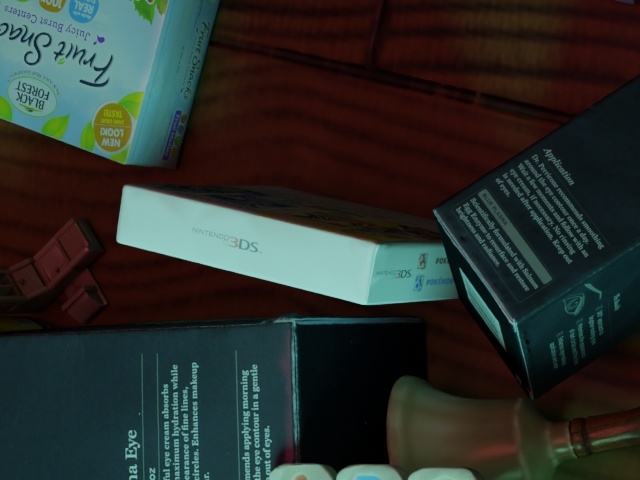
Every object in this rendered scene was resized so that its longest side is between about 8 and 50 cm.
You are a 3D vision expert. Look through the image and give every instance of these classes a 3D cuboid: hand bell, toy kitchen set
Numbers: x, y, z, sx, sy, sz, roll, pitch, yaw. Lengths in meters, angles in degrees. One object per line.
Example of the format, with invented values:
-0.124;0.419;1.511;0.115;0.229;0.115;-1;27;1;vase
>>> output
0.177;0.127;1.255;0.242;0.126;0.126;-13;82;21;hand bell
-0.215;0.034;1.517;0.083;0.075;0.068;-43;68;25;toy kitchen set

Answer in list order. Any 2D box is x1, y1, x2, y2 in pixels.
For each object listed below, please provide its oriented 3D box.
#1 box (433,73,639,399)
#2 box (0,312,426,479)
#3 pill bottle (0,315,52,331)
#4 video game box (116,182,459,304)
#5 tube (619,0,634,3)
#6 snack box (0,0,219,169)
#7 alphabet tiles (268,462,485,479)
0.164;0.000;1.189;0.158;0.156;0.093;-32;67;-4;box
-0.096;0.226;1.371;0.313;0.179;0.343;-3;87;31;box
-0.284;0.109;1.494;0.103;0.184;0.103;-1;88;34;pill bottle
0.000;0.000;1.310;0.205;0.187;0.048;13;96;33;video game box
0.189;-0.265;1.279;0.080;0.052;0.207;19;104;37;tube
-0.185;-0.165;1.506;0.207;0.070;0.174;22;100;33;snack box
0.020;0.269;1.140;0.284;0.021;0.278;-5;76;43;alphabet tiles
